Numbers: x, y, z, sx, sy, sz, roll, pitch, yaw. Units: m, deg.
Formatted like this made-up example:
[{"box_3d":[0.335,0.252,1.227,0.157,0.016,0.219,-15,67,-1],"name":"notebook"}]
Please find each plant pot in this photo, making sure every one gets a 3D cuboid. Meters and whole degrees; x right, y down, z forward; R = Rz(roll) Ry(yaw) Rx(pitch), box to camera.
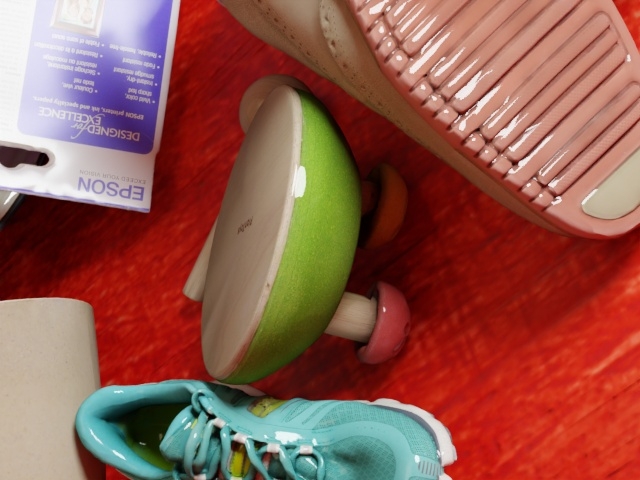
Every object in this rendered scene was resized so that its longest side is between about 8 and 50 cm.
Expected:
[{"box_3d":[-0.245,0.204,1.160,0.256,0.256,0.274,-22,78,37],"name":"plant pot"}]

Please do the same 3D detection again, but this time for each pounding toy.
[{"box_3d":[0.000,0.000,1.100,0.237,0.110,0.183,-125,50,-71],"name":"pounding toy"}]

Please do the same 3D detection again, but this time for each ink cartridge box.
[{"box_3d":[-0.211,-0.128,1.262,0.045,0.206,0.208,132,146,-70],"name":"ink cartridge box"}]

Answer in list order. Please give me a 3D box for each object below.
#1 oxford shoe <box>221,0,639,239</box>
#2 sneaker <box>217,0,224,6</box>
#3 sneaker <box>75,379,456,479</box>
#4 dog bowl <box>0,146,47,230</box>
[{"box_3d":[0.037,-0.145,1.020,0.397,0.140,0.146,49,155,8],"name":"oxford shoe"},{"box_3d":[0.001,-0.171,1.156,0.215,0.084,0.083,29,87,44],"name":"sneaker"},{"box_3d":[-0.039,0.135,1.063,0.275,0.110,0.107,2,77,43],"name":"sneaker"},{"box_3d":[-0.400,-0.119,1.318,0.150,0.408,0.408,132,144,-71],"name":"dog bowl"}]
